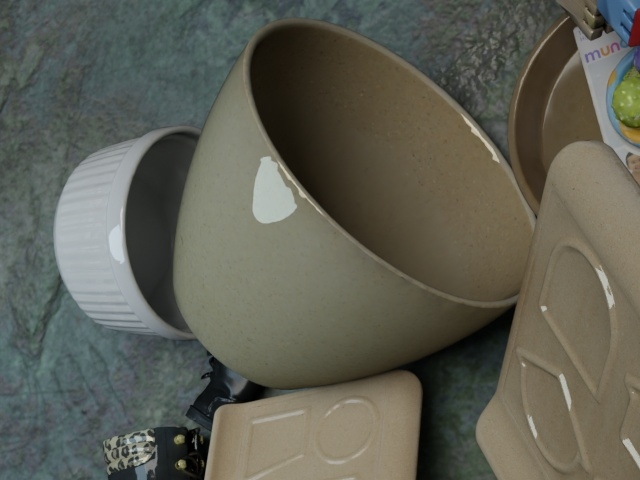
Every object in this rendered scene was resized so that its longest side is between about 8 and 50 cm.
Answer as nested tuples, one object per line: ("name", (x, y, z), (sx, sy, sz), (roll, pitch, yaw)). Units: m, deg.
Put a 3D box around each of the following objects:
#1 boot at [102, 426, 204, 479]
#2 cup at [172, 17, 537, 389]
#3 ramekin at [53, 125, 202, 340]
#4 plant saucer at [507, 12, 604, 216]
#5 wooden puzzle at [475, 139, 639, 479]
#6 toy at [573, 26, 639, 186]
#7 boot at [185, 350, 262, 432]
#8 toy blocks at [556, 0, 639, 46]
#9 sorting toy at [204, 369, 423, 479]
("boot", (-0.110, 0.259, 1.842), (0.236, 0.085, 0.178), (-13, 73, 27))
("cup", (0.000, 0.000, 1.762), (0.237, 0.331, 0.331), (-47, 58, 30))
("ramekin", (-0.163, -0.004, 1.892), (0.109, 0.207, 0.207), (-5, 72, 35))
("plant saucer", (0.305, -0.109, 1.772), (0.278, 0.041, 0.278), (-8, 71, 26))
("wooden puzzle", (0.250, 0.142, 1.548), (0.080, 0.348, 0.322), (-9, 47, -22))
("toy", (0.305, -0.119, 1.720), (0.137, 0.056, 0.237), (-20, 66, 19))
("boot", (-0.068, 0.148, 1.884), (0.121, 0.045, 0.099), (27, 88, 34))
("toy blocks", (0.349, -0.263, 1.685), (0.381, 0.191, 0.261), (-25, 60, -15))
("sorting toy", (-0.008, 0.219, 1.763), (0.208, 0.038, 0.193), (-11, 51, 24))
